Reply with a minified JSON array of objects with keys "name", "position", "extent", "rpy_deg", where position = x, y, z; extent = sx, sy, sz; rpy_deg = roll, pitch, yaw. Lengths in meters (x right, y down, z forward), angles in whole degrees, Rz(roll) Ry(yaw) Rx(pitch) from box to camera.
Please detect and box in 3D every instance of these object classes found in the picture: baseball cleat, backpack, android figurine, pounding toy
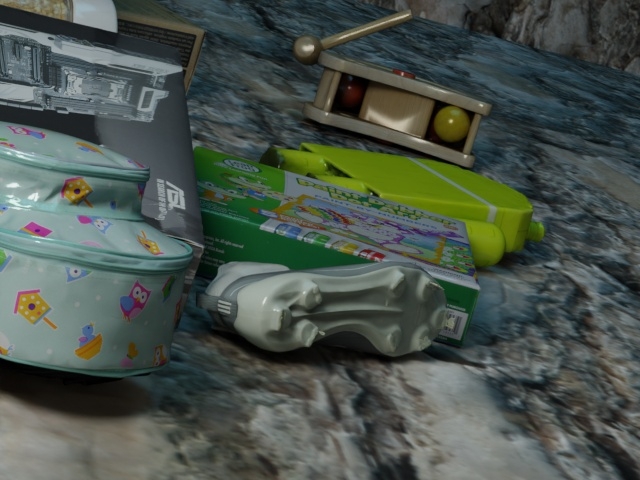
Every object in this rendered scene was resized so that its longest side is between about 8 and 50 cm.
[{"name":"baseball cleat","position":[0.000,0.039,1.403],"extent":[0.109,0.072,0.206],"rpy_deg":[18,7,40]},{"name":"backpack","position":[-0.169,0.007,1.169],"extent":[0.188,0.144,0.166],"rpy_deg":[27,11,30]},{"name":"android figurine","position":[0.084,-0.036,1.867],"extent":[0.273,0.056,0.248],"rpy_deg":[8,15,-32]},{"name":"pounding toy","position":[0.078,-0.195,2.320],"extent":[0.269,0.155,0.154],"rpy_deg":[20,8,16]}]

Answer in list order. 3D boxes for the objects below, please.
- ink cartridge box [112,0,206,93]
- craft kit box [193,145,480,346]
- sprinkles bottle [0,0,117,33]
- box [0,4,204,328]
[{"name":"ink cartridge box","position":[-0.270,-0.244,2.257],"extent":[0.193,0.088,0.234],"rpy_deg":[10,13,-33]},{"name":"craft kit box","position":[0.000,0.000,1.615],"extent":[0.249,0.061,0.246],"rpy_deg":[16,10,-3]},{"name":"sprinkles bottle","position":[-0.378,-0.213,1.910],"extent":[0.355,0.121,0.121],"rpy_deg":[10,14,-25]},{"name":"box","position":[-0.215,-0.069,1.422],"extent":[0.242,0.076,0.307],"rpy_deg":[13,28,-14]}]
